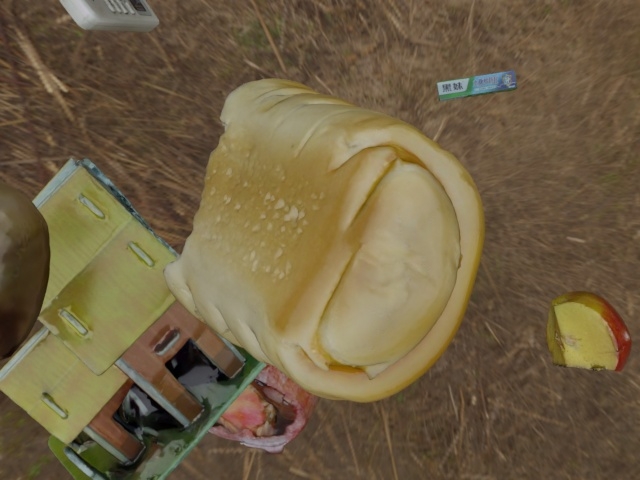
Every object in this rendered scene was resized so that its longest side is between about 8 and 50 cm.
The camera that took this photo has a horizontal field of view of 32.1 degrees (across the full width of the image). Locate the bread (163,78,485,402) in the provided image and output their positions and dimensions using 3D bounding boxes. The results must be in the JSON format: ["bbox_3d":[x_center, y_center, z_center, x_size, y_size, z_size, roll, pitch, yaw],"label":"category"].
[{"bbox_3d":[0.000,0.000,0.478,0.084,0.177,0.119,24,93,-34],"label":"bread"}]

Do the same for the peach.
[{"bbox_3d":[0.426,0.145,1.763,0.118,0.151,0.151,-10,91,-14],"label":"peach"}]

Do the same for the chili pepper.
[{"bbox_3d":[-0.097,0.169,1.875,0.251,0.229,0.305,8,52,26],"label":"chili pepper"}]

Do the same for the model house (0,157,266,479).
[{"bbox_3d":[-0.286,0.068,1.286,0.300,0.340,0.324,-47,132,-11],"label":"model house"}]

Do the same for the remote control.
[{"bbox_3d":[-0.251,-0.281,1.284,0.029,0.190,0.087,-35,89,17],"label":"remote control"}]

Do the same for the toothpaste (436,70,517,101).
[{"bbox_3d":[0.166,-0.164,1.182,0.083,0.017,0.020,-8,88,6],"label":"toothpaste"}]

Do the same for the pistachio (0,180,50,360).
[{"bbox_3d":[-0.287,0.028,0.915,0.130,0.210,0.165,-6,56,-11],"label":"pistachio"}]
